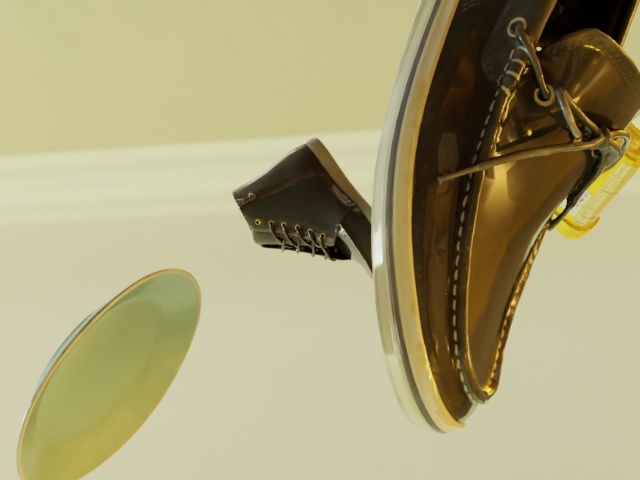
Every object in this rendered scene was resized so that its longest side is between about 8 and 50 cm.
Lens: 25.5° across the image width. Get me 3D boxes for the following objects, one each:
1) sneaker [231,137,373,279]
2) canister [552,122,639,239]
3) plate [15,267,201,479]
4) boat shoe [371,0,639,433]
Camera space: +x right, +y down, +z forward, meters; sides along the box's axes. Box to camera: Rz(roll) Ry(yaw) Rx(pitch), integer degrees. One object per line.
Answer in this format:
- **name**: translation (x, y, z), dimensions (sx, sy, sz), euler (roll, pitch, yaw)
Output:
- **sneaker**: translation (0.000, 0.000, 1.481), dimensions (0.118, 0.083, 0.222), euler (-31, -127, -6)
- **canister**: translation (0.352, -0.098, 1.892), dimensions (0.126, 0.170, 0.073), euler (43, -132, 10)
- **plate**: translation (-0.154, 0.095, 1.008), dimensions (0.024, 0.188, 0.188), euler (33, -126, 19)
- **boat shoe**: translation (0.155, -0.101, 1.038), dimensions (0.156, 0.187, 0.500), euler (9, -106, 25)
